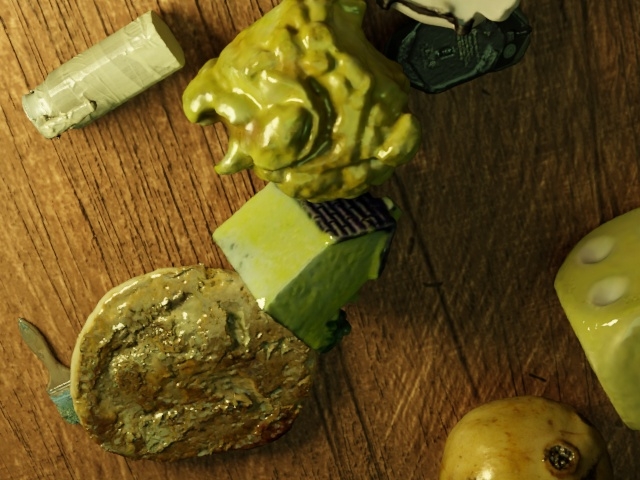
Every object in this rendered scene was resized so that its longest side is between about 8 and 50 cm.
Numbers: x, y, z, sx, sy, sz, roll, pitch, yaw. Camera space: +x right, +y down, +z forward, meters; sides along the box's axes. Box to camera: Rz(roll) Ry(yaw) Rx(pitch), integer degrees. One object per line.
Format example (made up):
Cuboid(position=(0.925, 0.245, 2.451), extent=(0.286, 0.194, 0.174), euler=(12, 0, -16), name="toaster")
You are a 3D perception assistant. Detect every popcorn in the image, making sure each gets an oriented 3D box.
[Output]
Cuboid(position=(-0.011, -0.158, 1.681), extent=(0.241, 0.235, 0.250), euler=(-35, 96, 38), name="popcorn")

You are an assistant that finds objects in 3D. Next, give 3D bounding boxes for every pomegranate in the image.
Cuboid(position=(0.298, 0.351, 2.032), extent=(0.260, 0.260, 0.260), euler=(-3, 122, -5), name="pomegranate")

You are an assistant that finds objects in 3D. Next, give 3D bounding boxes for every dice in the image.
Cuboid(position=(0.470, 0.101, 1.895), extent=(0.238, 0.233, 0.227), euler=(-27, 119, 9), name="dice")

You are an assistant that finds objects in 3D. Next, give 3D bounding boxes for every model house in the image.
Cuboid(position=(0.000, 0.000, 1.811), extent=(0.211, 0.194, 0.170), euler=(-44, 133, 5), name="model house")

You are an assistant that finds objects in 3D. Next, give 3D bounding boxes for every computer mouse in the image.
Cuboid(position=(0.167, -0.248, 1.747), extent=(0.192, 0.062, 0.106), euler=(-13, 121, -6), name="computer mouse")

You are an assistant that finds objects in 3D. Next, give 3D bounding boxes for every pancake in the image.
Cuboid(position=(-0.177, 0.178, 1.969), extent=(0.356, 0.065, 0.356), euler=(-3, 123, -5), name="pancake")

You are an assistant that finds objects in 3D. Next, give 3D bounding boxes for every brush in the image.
Cuboid(position=(-0.375, 0.182, 1.971), extent=(0.070, 0.021, 0.196), euler=(-26, 120, 7), name="brush")

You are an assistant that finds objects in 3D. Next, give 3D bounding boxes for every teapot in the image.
Cuboid(position=(-0.268, -0.190, 1.705), extent=(0.200, 0.107, 0.077), euler=(-29, 123, 12), name="teapot")

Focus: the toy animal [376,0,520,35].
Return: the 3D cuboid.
Cuboid(position=(0.152, -0.357, 1.625), extent=(0.208, 0.156, 0.204), euler=(18, 122, 2), name="toy animal")
